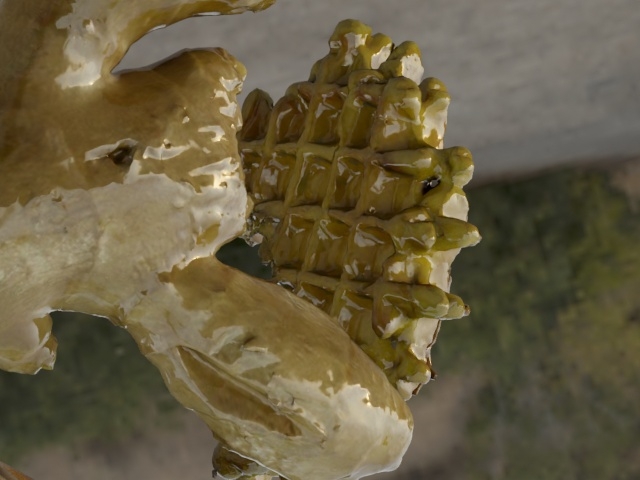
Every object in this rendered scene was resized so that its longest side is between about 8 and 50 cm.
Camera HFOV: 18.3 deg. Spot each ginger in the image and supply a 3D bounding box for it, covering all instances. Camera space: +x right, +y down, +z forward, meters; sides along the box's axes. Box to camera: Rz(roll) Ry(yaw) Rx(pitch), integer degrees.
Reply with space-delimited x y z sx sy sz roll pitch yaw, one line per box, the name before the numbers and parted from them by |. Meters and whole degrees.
ginger | -0.126 -0.048 0.992 0.348 0.363 0.122 -3 -170 -16

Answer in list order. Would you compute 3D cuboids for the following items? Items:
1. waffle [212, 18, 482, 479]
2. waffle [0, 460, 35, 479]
waffle | 0.000 0.000 1.289 0.069 0.293 0.260 17 136 -35
waffle | -0.174 0.209 1.207 0.224 0.098 0.327 34 174 -30
